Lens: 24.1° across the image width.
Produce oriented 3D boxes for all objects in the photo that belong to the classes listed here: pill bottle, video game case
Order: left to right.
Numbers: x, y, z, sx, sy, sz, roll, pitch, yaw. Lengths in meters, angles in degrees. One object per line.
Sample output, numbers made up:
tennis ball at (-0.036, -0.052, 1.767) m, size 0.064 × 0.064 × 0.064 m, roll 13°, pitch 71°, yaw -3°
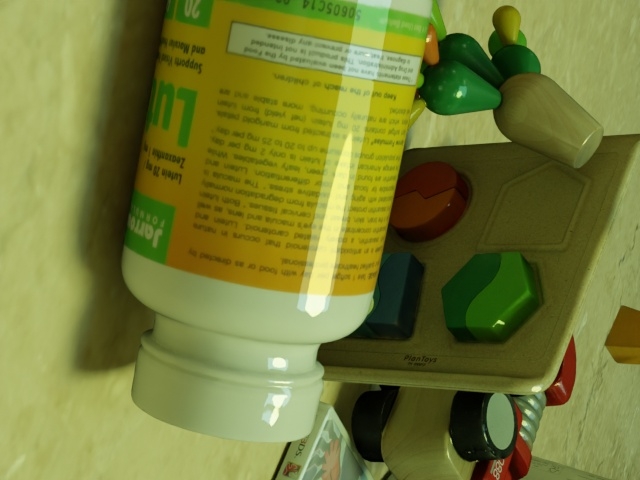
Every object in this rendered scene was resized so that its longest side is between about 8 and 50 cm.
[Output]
pill bottle at (-0.030, -0.026, 0.792) m, size 0.136 × 0.136 × 0.245 m, roll -7°, pitch 110°, yaw -66°
video game case at (-0.010, 0.242, 1.147) m, size 0.183 × 0.023 × 0.201 m, roll -66°, pitch 155°, yaw -22°

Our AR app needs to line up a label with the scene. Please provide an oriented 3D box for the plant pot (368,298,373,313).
plant pot at (0.000, 0.000, 0.969) m, size 0.083 × 0.083 × 0.079 m, roll 65°, pitch 32°, yaw -57°

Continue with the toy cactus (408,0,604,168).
toy cactus at (0.106, -0.103, 1.030) m, size 0.219 × 0.180 × 0.112 m, roll -3°, pitch 127°, yaw -61°

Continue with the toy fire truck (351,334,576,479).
toy fire truck at (0.169, 0.154, 1.218) m, size 0.246 × 0.158 × 0.217 m, roll 57°, pitch 41°, yaw -33°

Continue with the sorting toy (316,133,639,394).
sorting toy at (0.134, 0.006, 1.007) m, size 0.041 × 0.307 × 0.229 m, roll 52°, pitch 54°, yaw -34°

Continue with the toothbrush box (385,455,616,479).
toothbrush box at (0.159, 0.340, 1.362) m, size 0.122 × 0.206 × 0.283 m, roll -38°, pitch 138°, yaw -56°
